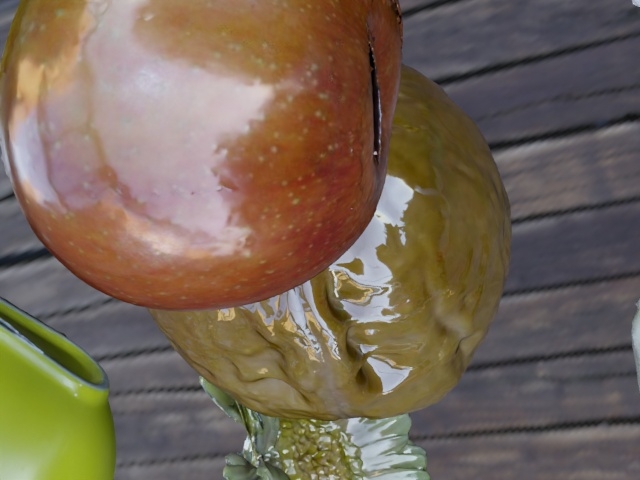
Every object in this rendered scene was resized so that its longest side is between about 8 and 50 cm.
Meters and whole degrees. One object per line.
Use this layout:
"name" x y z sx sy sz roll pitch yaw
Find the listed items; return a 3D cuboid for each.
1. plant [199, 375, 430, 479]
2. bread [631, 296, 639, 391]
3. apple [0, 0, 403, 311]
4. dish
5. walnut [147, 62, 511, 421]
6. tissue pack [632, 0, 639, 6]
"plant" -0.009 0.260 2.060 0.297 0.261 0.305 115 136 -64
"bread" 0.340 0.138 1.749 0.053 0.073 0.214 11 130 40
"apple" -0.046 -0.073 0.885 0.173 0.235 0.210 7 142 17
"dish" -0.251 0.106 1.395 0.262 0.108 0.221 35 -177 -13
"walnut" 0.000 0.000 1.708 0.398 0.354 0.308 63 -170 -53
"tissue pack" 0.397 -0.283 1.392 0.357 0.266 0.193 4 78 20
